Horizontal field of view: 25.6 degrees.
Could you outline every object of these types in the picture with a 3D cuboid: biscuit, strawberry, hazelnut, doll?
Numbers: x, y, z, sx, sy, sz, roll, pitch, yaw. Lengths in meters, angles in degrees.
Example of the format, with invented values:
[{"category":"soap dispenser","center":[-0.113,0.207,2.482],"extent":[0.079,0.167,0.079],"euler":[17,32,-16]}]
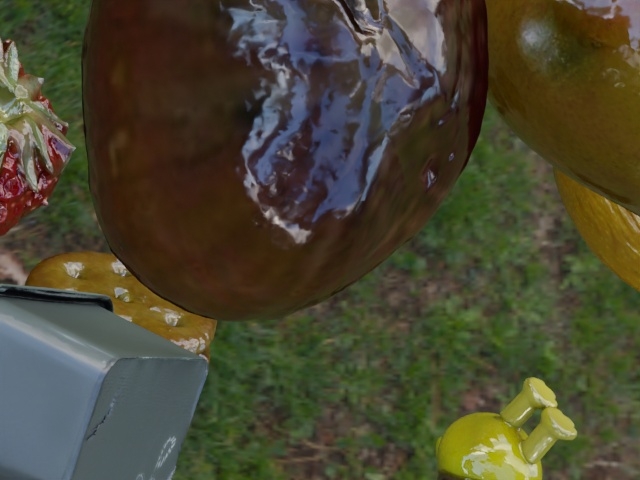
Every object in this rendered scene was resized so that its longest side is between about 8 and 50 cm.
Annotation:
[{"category":"biscuit","center":[-0.220,0.086,1.549],"extent":[0.220,0.220,0.066],"euler":[4,117,-34]},{"category":"strawberry","center":[-0.495,-0.095,1.825],"extent":[0.292,0.343,0.292],"euler":[26,43,-27]},{"category":"hazelnut","center":[-0.011,-0.063,0.579],"extent":[0.178,0.178,0.204],"euler":[37,79,-26]},{"category":"doll","center":[0.196,0.348,1.897],"extent":[0.145,0.199,0.363],"euler":[21,117,-38]}]

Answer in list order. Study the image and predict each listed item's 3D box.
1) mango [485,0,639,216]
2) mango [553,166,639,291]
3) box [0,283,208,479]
[{"category":"mango","center":[0.222,-0.093,0.870],"extent":[0.317,0.211,0.173],"euler":[38,70,-38]},{"category":"mango","center":[0.301,-0.109,1.317],"extent":[0.144,0.187,0.359],"euler":[19,53,-66]},{"category":"box","center":[-0.204,0.135,1.186],"extent":[0.163,0.135,0.243],"euler":[-70,159,1]}]
